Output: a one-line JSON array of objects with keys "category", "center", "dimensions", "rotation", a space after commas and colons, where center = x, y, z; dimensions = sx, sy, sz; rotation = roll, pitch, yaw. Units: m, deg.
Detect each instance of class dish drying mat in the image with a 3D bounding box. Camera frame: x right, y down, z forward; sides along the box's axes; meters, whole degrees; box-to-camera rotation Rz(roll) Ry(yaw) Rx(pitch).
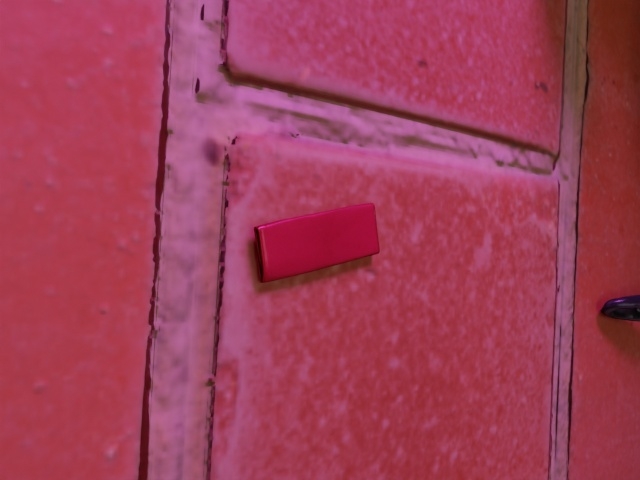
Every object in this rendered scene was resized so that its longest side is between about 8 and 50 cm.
[{"category": "dish drying mat", "center": [0.000, 0.000, 0.336], "dimensions": [0.083, 0.008, 0.032], "rotation": [-13, 99, -37]}]

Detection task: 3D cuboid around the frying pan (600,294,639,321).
[{"category": "frying pan", "center": [0.430, 0.057, 0.559], "dimensions": [0.326, 0.197, 0.053], "rotation": [16, 43, -38]}]
